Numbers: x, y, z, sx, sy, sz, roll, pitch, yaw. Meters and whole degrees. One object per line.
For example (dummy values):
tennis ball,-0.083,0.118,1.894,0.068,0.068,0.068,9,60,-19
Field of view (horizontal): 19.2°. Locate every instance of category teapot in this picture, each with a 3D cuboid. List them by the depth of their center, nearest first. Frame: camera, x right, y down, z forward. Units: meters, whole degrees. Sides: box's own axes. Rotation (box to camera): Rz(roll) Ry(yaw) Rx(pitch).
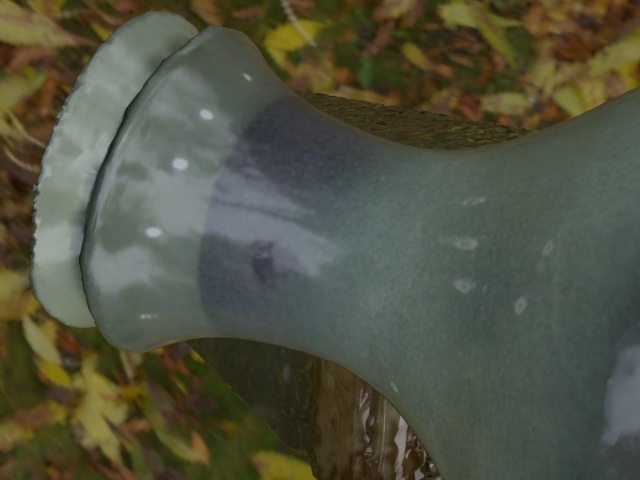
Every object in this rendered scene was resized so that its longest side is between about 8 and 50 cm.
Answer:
teapot,0.046,0.015,0.560,0.183,0.251,0.183,-47,147,-44

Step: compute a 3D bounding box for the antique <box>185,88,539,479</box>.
antique,0.000,0.000,0.879,0.125,0.284,0.150,-8,111,-31
